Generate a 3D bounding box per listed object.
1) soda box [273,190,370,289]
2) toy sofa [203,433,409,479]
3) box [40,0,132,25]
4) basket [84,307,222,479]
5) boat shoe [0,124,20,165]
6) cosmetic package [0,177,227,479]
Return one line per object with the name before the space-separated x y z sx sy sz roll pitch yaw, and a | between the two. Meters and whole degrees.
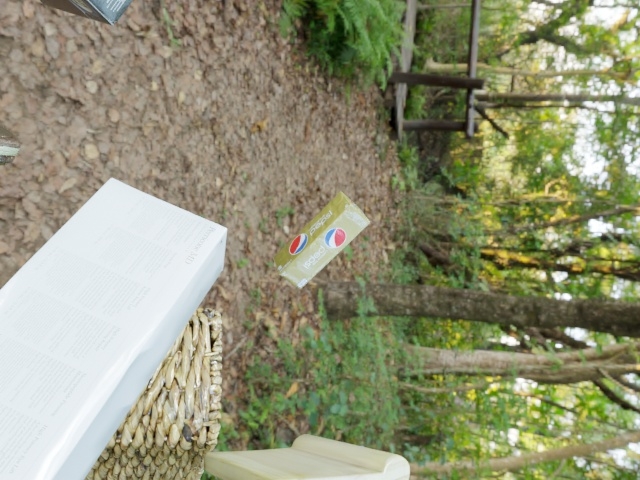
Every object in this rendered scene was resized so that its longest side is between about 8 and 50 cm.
soda box | 0.000 0.000 0.985 0.058 0.181 0.061 40 12 -32
toy sofa | 0.004 0.351 0.425 0.150 0.177 0.362 -21 -116 57
box | -0.237 -0.337 0.581 0.180 0.147 0.077 -59 148 -9
basket | -0.263 0.211 0.735 0.299 0.223 0.213 115 -25 -49
boat shoe | -0.487 -0.110 0.613 0.257 0.095 0.095 7 119 -51
cosmetic package | -0.158 0.070 0.341 0.060 0.099 0.239 105 11 -50
